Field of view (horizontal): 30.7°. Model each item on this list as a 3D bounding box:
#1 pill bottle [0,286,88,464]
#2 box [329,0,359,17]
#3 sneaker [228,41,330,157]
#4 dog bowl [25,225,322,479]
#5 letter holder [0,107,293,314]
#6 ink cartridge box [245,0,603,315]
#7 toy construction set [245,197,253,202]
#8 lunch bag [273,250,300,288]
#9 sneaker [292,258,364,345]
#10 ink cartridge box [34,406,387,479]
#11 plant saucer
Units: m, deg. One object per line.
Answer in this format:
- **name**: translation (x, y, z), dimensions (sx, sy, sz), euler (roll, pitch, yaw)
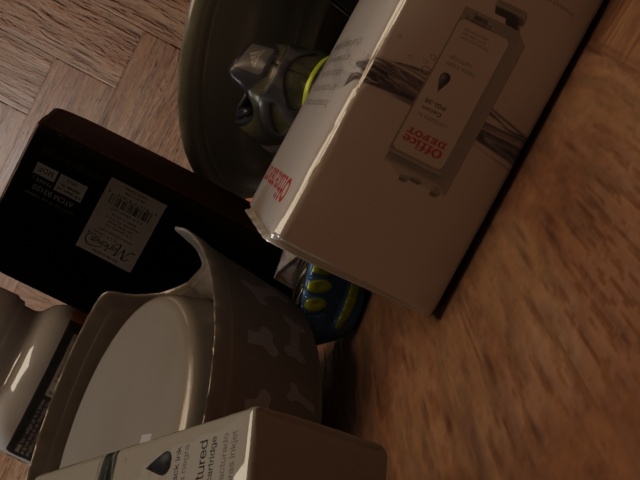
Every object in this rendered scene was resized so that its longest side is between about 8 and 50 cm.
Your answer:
- **pill bottle**: translation (-0.233, 0.161, 1.168), dimensions (0.162, 0.278, 0.162), euler (-59, 11, 19)
- **box**: translation (0.045, -0.437, 1.100), dimensions (0.212, 0.293, 0.395), euler (-35, 30, 39)
- **sneaker**: translation (-0.012, -0.109, 1.092), dimensions (0.111, 0.121, 0.300), euler (-63, -9, -16)
- **dog bowl**: translation (-0.119, 0.168, 0.863), dimensions (0.349, 0.102, 0.348), euler (-44, 35, 43)
- **letter holder**: translation (-0.169, -0.006, 1.210), dimensions (0.152, 0.302, 0.214), euler (-61, 10, 12)
- **ink cartridge box**: translation (0.070, -0.109, 0.790), dimensions (0.283, 0.117, 0.207), euler (-62, 10, 3)
- **toy construction set**: translation (-0.159, 0.043, 1.474), dimensions (0.327, 0.151, 0.215), euler (-50, -10, 25)
- **lunch bag**: translation (0.000, 0.000, 1.062), dimensions (0.083, 0.053, 0.071), euler (-38, 27, 48)
- **sneaker**: translation (0.011, 0.003, 0.948), dimensions (0.078, 0.067, 0.188), euler (-37, 30, 55)
- **ink cartridge box**: translation (-0.071, 0.182, 0.578), dimensions (0.208, 0.087, 0.153), euler (-25, 51, 44)
- **plant saucer**: translation (-0.008, -0.224, 1.276), dimensions (0.400, 0.101, 0.400), euler (-50, -29, -41)
